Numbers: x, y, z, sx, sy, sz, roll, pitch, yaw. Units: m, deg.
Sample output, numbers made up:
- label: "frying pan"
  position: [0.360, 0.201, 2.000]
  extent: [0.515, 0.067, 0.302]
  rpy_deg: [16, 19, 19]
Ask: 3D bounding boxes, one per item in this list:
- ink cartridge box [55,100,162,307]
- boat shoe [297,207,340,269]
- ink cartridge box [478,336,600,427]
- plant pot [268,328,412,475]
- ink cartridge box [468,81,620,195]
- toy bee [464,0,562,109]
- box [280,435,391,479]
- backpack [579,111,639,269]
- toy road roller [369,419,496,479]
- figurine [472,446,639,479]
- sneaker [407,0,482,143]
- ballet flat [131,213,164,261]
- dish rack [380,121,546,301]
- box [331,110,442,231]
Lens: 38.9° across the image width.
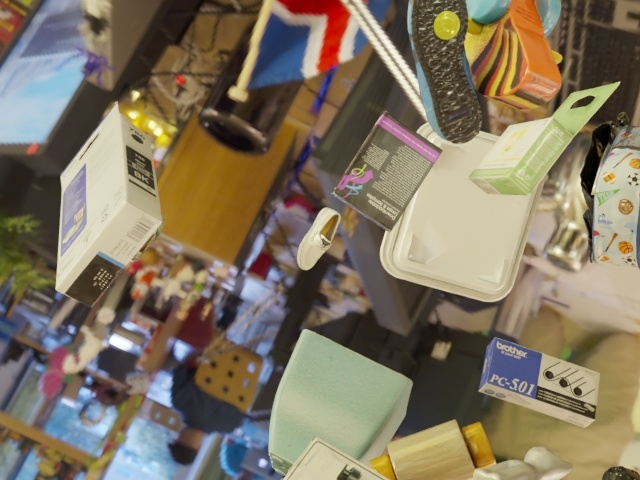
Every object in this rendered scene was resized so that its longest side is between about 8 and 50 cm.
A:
- label: "ink cartridge box"
  position: [-0.307, -0.063, 1.297]
  extent: [0.065, 0.165, 0.332]
  rpy_deg: [32, -160, -30]
- label: "boat shoe"
  position: [0.000, 0.000, 1.335]
  extent: [0.035, 0.100, 0.035]
  rpy_deg: [31, 176, -34]
- label: "ink cartridge box"
  position: [0.398, 0.257, 1.641]
  extent: [0.207, 0.097, 0.046]
  rpy_deg: [19, 147, -1]
- label: "plant pot"
  position: [0.019, 0.380, 1.862]
  extent: [0.247, 0.252, 0.248]
  rpy_deg: [24, 155, 13]
- label: "ink cartridge box"
  position: [0.359, -0.176, 1.474]
  extent: [0.056, 0.235, 0.171]
  rpy_deg: [39, 175, -11]
- label: "toy bee"
  position: [0.218, -0.271, 1.127]
  extent: [0.195, 0.298, 0.162]
  rpy_deg: [33, 143, -16]
- label: "box"
  position: [0.066, 0.433, 1.318]
  extent: [0.290, 0.169, 0.087]
  rpy_deg: [26, 138, 18]
- label: "backpack"
  position: [0.618, -0.069, 1.755]
  extent: [0.213, 0.263, 0.276]
  rpy_deg: [9, 128, 38]
- label: "toy road roller"
  position: [0.232, 0.478, 1.607]
  extent: [0.203, 0.240, 0.329]
  rpy_deg: [-21, 152, 3]
- label: "figurine"
  position: [0.350, 0.366, 1.326]
  extent: [0.215, 0.092, 0.209]
  rpy_deg: [7, -168, 44]
- label: "sneaker"
  position: [0.134, -0.215, 1.046]
  extent: [0.082, 0.069, 0.209]
  rpy_deg: [-119, 13, -65]
- label: "ballet flat"
  position: [-0.349, -0.009, 1.805]
  extent: [0.041, 0.114, 0.041]
  rpy_deg: [30, 170, 6]
- label: "dish rack"
  position: [0.292, -0.055, 1.813]
  extent: [0.286, 0.332, 0.072]
  rpy_deg: [16, -174, -3]
- label: "box"
  position: [0.108, -0.112, 1.474]
  extent: [0.116, 0.162, 0.029]
  rpy_deg: [34, 174, -8]
